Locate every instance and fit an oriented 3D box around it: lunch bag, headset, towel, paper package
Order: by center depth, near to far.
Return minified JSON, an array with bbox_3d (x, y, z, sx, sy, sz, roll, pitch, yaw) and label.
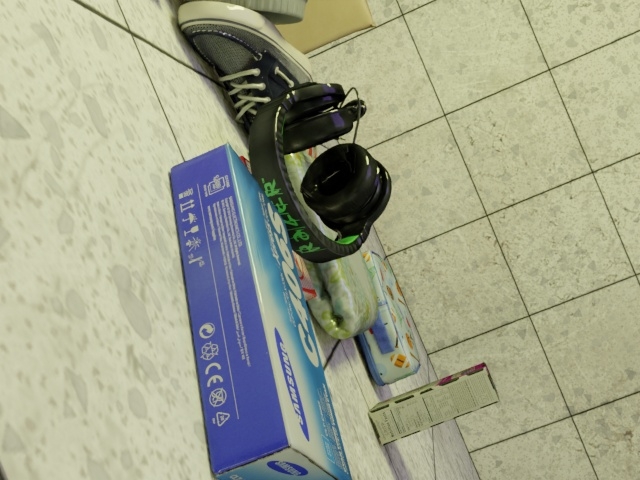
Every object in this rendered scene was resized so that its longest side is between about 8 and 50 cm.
[{"bbox_3d":[-0.010,-0.124,1.080,0.243,0.185,0.394,59,33,-22],"label":"headset"},{"bbox_3d":[0.000,0.000,1.310,0.320,0.090,0.374,12,55,-76],"label":"towel"},{"bbox_3d":[0.125,0.164,1.561,0.243,0.115,0.303,14,54,-77],"label":"lunch bag"},{"bbox_3d":[-0.066,-0.628,1.761,0.168,0.310,0.324,-92,159,-73],"label":"paper package"}]

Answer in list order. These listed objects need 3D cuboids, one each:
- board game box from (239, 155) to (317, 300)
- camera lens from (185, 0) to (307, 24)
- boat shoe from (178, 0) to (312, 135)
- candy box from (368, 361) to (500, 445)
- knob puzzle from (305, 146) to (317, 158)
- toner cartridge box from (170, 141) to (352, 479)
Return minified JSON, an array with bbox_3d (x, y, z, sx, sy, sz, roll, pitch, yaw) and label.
[{"bbox_3d":[-0.074,-0.007,0.987,0.147,0.045,0.193,32,36,-75],"label":"board game box"},{"bbox_3d":[-0.120,-0.509,1.157,0.219,0.220,0.274,-65,158,-79],"label":"camera lens"},{"bbox_3d":[-0.115,-0.268,1.184,0.340,0.127,0.158,12,78,-60],"label":"boat shoe"},{"bbox_3d":[0.218,0.309,1.340,0.159,0.233,0.071,27,41,-76],"label":"candy box"},{"bbox_3d":[-0.014,-0.158,1.573,0.213,0.030,0.213,3,90,-84],"label":"knob puzzle"},{"bbox_3d":[-0.065,0.081,0.716,0.165,0.075,0.347,54,16,-53],"label":"toner cartridge box"}]
